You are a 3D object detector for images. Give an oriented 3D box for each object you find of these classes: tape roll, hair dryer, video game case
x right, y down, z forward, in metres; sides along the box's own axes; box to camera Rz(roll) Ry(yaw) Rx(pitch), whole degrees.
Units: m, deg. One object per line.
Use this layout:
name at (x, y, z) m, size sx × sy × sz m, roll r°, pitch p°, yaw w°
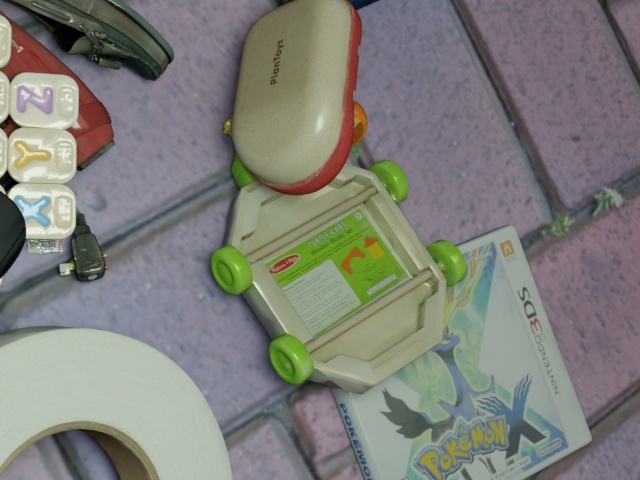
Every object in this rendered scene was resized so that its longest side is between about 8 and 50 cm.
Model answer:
tape roll at (-0.253, 0.275, 1.306) m, size 0.392 × 0.072 × 0.392 m, roll 1°, pitch 88°, yaw -40°
hair dryer at (-0.318, -0.098, 1.390) m, size 0.224 × 0.080 × 0.293 m, roll 3°, pitch 78°, yaw -30°
video game case at (0.164, 0.168, 1.653) m, size 0.329 × 0.036 × 0.300 m, roll -21°, pitch 91°, yaw -33°

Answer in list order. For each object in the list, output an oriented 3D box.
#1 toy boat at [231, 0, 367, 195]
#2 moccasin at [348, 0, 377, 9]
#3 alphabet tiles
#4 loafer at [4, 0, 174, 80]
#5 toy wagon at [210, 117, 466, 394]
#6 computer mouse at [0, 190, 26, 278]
toy boat at (-0.004, -0.151, 1.515) m, size 0.151 × 0.151 × 0.231 m, roll 35°, pitch 51°, yaw -41°
moccasin at (0.069, -0.364, 1.671) m, size 0.342 × 0.138 × 0.117 m, roll -32°, pitch 93°, yaw -46°
alphabet tiles at (-0.379, -0.088, 1.336) m, size 0.278 × 0.021 × 0.284 m, roll 2°, pitch 85°, yaw -16°
loafer at (-0.274, -0.236, 1.428) m, size 0.267 × 0.096 × 0.084 m, roll 36°, pitch 69°, yaw -35°
toy wagon at (0.000, 0.000, 1.549) m, size 0.267 × 0.068 × 0.344 m, roll -29°, pitch 80°, yaw -33°
computer mouse at (-0.360, 0.084, 1.293) m, size 0.262 × 0.060 × 0.184 m, roll -43°, pitch 105°, yaw -10°
